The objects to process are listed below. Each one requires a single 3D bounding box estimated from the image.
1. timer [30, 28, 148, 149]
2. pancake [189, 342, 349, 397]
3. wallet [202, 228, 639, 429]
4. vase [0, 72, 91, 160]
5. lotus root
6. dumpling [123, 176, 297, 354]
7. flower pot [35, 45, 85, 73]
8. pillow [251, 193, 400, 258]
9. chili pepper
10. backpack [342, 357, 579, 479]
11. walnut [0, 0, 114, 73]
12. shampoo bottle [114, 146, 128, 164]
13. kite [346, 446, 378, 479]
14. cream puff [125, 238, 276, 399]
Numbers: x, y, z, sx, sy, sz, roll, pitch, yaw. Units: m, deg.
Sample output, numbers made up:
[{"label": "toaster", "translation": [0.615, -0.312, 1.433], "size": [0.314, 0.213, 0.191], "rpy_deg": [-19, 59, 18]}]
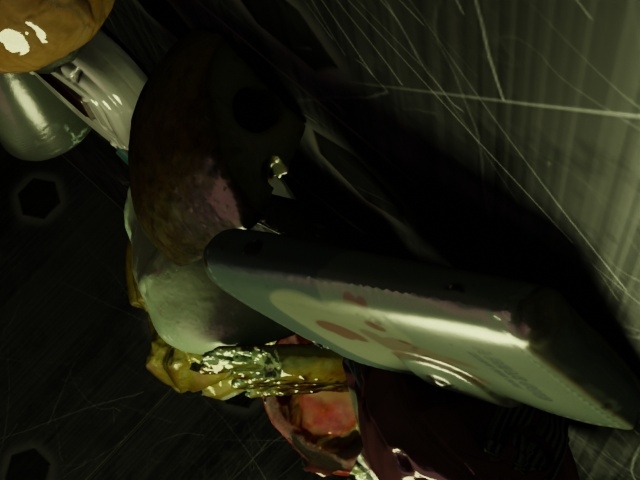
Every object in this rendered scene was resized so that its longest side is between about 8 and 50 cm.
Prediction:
[{"label": "timer", "translation": [-0.322, -0.232, 1.915], "size": [0.262, 0.087, 0.237], "rpy_deg": [40, 171, 15]}, {"label": "pancake", "translation": [0.019, 0.175, 1.803], "size": [0.427, 0.304, 0.067], "rpy_deg": [47, -142, -76]}, {"label": "wallet", "translation": [0.096, 0.072, 1.252], "size": [0.360, 0.083, 0.252], "rpy_deg": [11, 163, 42]}, {"label": "vase", "translation": [-0.470, -0.279, 2.189], "size": [0.173, 0.173, 0.321], "rpy_deg": [37, 163, 36]}, {"label": "lotus root", "translation": [-0.129, -0.094, 1.439], "size": [0.142, 0.210, 0.314], "rpy_deg": [34, 161, -16]}, {"label": "dumpling", "translation": [-0.116, 0.012, 1.797], "size": [0.212, 0.320, 0.270], "rpy_deg": [19, -119, -64]}, {"label": "flower pot", "translation": [-0.327, -0.260, 1.629], "size": [0.157, 0.157, 0.107], "rpy_deg": [37, -177, 35]}, {"label": "pillow", "translation": [0.000, 0.000, 1.550], "size": [0.208, 0.055, 0.141], "rpy_deg": [29, -167, 25]}, {"label": "chili pepper", "translation": [0.051, 0.231, 2.186], "size": [0.251, 0.229, 0.305], "rpy_deg": [38, -179, 16]}, {"label": "backpack", "translation": [0.152, 0.204, 1.457], "size": [0.283, 0.197, 0.317], "rpy_deg": [47, -178, -9]}, {"label": "walnut", "translation": [-0.277, -0.251, 1.254], "size": [0.195, 0.195, 0.222], "rpy_deg": [39, 175, 30]}, {"label": "shampoo bottle", "translation": [-0.259, -0.108, 2.295], "size": [0.192, 0.074, 0.074], "rpy_deg": [43, 172, 5]}, {"label": "kite", "translation": [0.092, 0.298, 1.728], "size": [0.204, 0.360, 0.022], "rpy_deg": [35, -174, -20]}, {"label": "cream puff", "translation": [-0.217, 0.120, 2.576], "size": [0.378, 0.275, 0.378], "rpy_deg": [45, 173, 7]}]
